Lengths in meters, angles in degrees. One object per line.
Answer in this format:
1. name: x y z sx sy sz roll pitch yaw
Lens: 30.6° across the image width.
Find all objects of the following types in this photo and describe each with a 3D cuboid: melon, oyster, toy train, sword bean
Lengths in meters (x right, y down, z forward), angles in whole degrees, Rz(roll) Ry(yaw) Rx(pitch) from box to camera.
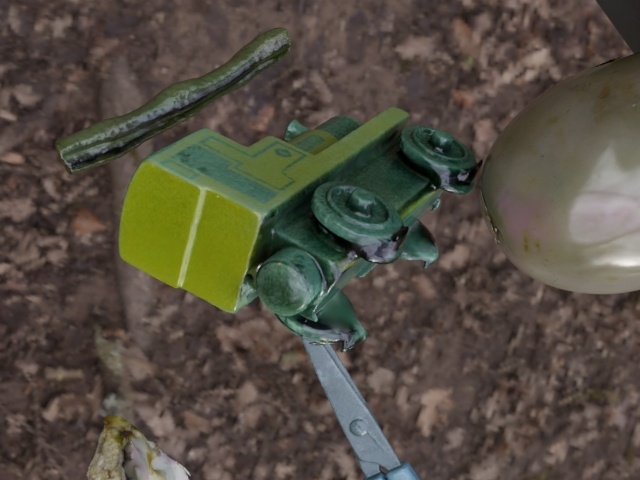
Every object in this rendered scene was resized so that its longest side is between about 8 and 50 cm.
1. melon: 0.313 -0.068 1.138 0.317 0.223 0.223 -23 129 -4
2. oyster: -0.154 0.276 1.112 0.209 0.072 0.133 54 24 -16
3. toy train: 0.001 -0.043 1.149 0.369 0.237 0.150 -38 151 -56
4. sword bean: -0.137 -0.138 1.144 0.269 0.038 0.043 -33 145 -21

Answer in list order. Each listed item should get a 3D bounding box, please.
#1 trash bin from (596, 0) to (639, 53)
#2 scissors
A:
1. trash bin: 0.340 -0.305 1.221 0.101 0.176 0.236 -38 97 -15
2. scissors: 0.071 0.280 1.552 0.447 0.192 0.029 63 12 -9
